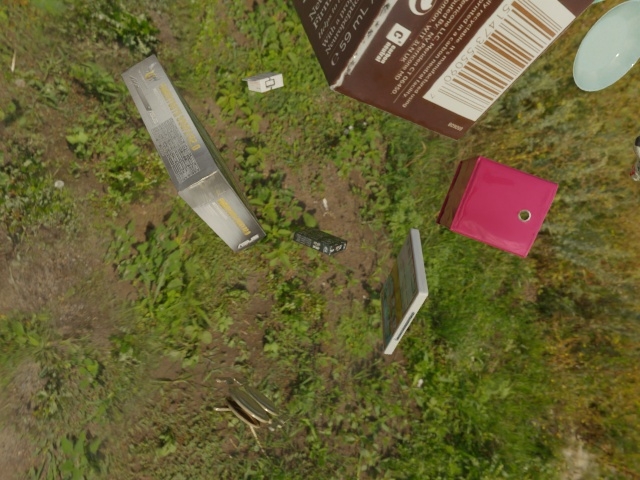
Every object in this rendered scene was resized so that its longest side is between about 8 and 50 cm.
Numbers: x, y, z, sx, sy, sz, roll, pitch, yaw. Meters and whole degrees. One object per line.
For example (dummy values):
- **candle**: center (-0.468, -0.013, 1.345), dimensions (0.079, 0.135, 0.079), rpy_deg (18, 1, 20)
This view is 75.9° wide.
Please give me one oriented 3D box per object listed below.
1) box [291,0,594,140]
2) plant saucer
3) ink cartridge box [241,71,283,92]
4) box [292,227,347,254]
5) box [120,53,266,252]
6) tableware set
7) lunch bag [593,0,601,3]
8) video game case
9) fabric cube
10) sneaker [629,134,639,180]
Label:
- **box**: center (0.089, -0.234, 0.371), dimensions (0.166, 0.168, 0.203), rpy_deg (8, 49, -34)
- **plant saucer**: center (0.658, -0.446, 0.942), dimensions (0.194, 0.195, 0.038), rpy_deg (14, 33, -31)
- **ink cartridge box**: center (-0.132, -0.359, 0.932), dimensions (0.083, 0.048, 0.028), rpy_deg (-32, 132, -36)
- **box**: center (0.000, 0.000, 0.777), dimensions (0.067, 0.083, 0.018), rpy_deg (-18, 125, -59)
- **box**: center (-0.173, -0.116, 0.579), dimensions (0.056, 0.183, 0.231), rpy_deg (-31, 64, -4)
- **tableware set**: center (-0.124, 0.302, 0.736), dimensions (0.128, 0.194, 0.039), rpy_deg (36, 78, 15)
- **lunch bag**: center (0.406, -0.404, 0.455), dimensions (0.223, 0.279, 0.108), rpy_deg (-1, 75, -48)
- **video game case**: center (0.208, 0.137, 1.067), dimensions (0.025, 0.285, 0.204), rpy_deg (9, 47, -5)
- **fabric cube**: center (0.578, -0.120, 1.389), dimensions (0.257, 0.259, 0.255), rpy_deg (21, 100, 2)
- **sneaker**: center (0.604, -0.136, 0.759), dimensions (0.161, 0.075, 0.057), rpy_deg (26, 79, -24)
